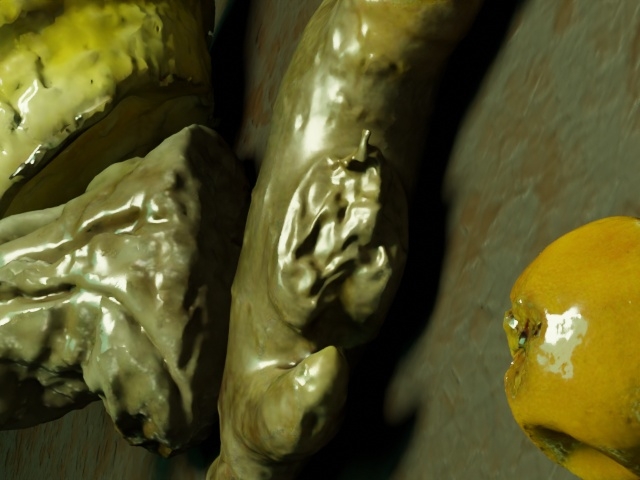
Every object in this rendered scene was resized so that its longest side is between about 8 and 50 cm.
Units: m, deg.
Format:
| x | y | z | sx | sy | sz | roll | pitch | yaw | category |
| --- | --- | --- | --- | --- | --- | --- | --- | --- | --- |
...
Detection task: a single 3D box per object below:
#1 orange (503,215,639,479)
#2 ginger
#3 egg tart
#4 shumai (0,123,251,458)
| x | y | z | sx | sy | sz | roll | pitch | yaw | category |
| --- | --- | --- | --- | --- | --- | --- | --- | --- | --- |
| 0.087 | 0.031 | 0.473 | 0.086 | 0.062 | 0.086 | -165 | 90 | -69 | orange |
| 0.001 | -0.002 | 0.721 | 0.166 | 0.080 | 0.333 | -110 | 39 | -78 | ginger |
| -0.187 | -0.070 | 1.081 | 0.132 | 0.345 | 0.345 | 46 | 131 | 21 | egg tart |
| -0.146 | 0.018 | 0.967 | 0.184 | 0.185 | 0.218 | 149 | 132 | -65 | shumai |
